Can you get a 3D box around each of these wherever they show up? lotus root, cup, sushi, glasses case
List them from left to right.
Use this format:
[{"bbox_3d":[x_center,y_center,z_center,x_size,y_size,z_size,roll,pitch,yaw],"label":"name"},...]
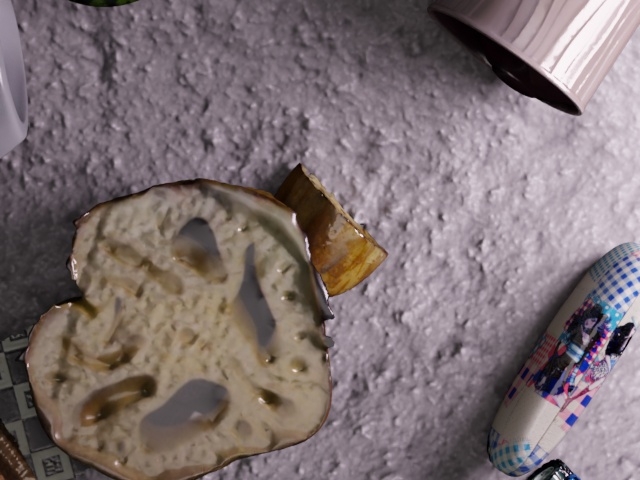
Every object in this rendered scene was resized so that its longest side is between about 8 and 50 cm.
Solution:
[{"bbox_3d":[-0.266,0.160,1.925,0.279,0.043,0.192,-30,86,-16],"label":"sushi"},{"bbox_3d":[-0.154,0.114,1.836,0.375,0.111,0.390,33,87,6],"label":"lotus root"},{"bbox_3d":[-0.002,0.003,1.915,0.159,0.095,0.135,33,96,1],"label":"lotus root"},{"bbox_3d":[0.270,-0.322,1.866,0.208,0.288,0.273,35,92,-40],"label":"cup"},{"bbox_3d":[0.309,0.146,1.920,0.076,0.125,0.327,33,92,-13],"label":"glasses case"}]

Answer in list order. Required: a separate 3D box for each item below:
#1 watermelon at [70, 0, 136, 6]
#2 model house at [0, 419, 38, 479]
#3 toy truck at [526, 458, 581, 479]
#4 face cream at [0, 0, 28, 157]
[{"bbox_3d":[-0.267,-0.400,1.792,0.269,0.269,0.269,0,94,-2],"label":"watermelon"},{"bbox_3d":[-0.436,0.274,1.871,0.166,0.183,0.172,-31,97,-1],"label":"model house"},{"bbox_3d":[0.259,0.381,1.936,0.208,0.126,0.113,-40,95,2],"label":"toy truck"},{"bbox_3d":[-0.534,-0.196,1.809,0.357,0.219,0.312,-8,100,0],"label":"face cream"}]
